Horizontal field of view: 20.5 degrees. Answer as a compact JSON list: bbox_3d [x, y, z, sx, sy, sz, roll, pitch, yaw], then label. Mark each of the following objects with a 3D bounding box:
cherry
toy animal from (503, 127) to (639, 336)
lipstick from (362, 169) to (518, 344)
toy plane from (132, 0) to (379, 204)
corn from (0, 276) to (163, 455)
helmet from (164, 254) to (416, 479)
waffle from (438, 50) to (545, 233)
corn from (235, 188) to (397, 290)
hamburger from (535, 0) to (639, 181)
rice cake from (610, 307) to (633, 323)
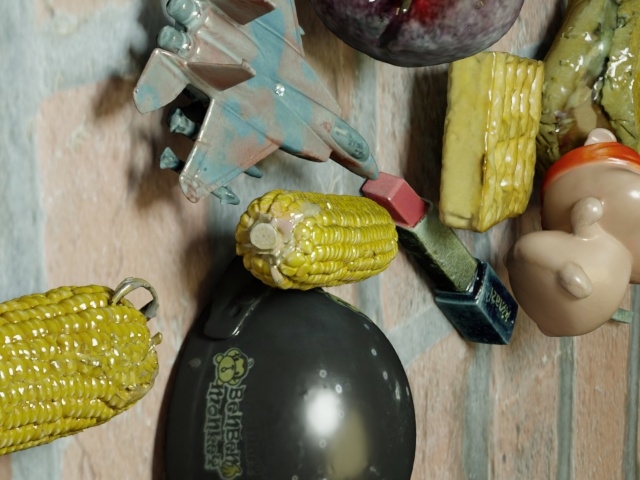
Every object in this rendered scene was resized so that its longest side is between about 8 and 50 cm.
[{"bbox_3d":[0.077,-0.230,1.468,0.195,0.195,0.195,-21,114,-58],"label":"cherry"},{"bbox_3d":[0.286,-0.003,1.845,0.197,0.171,0.171,-55,142,-20],"label":"toy animal"},{"bbox_3d":[0.120,0.015,1.733,0.312,0.051,0.051,50,54,-52],"label":"lipstick"},{"bbox_3d":[-0.039,-0.109,1.368,0.326,0.104,0.223,41,61,-61],"label":"toy plane"},{"bbox_3d":[-0.204,0.090,1.112,0.293,0.106,0.106,-19,112,-58],"label":"corn"},{"bbox_3d":[-0.005,0.147,1.426,0.230,0.160,0.278,26,72,-58],"label":"helmet"},{"bbox_3d":[0.168,-0.101,1.733,0.274,0.057,0.168,-17,113,-74],"label":"waffle"},{"bbox_3d":[0.000,0.000,1.397,0.238,0.080,0.080,5,92,-68],"label":"corn"},{"bbox_3d":[0.315,-0.132,1.966,0.211,0.132,0.308,-58,142,-37],"label":"hamburger"},{"bbox_3d":[0.363,0.089,2.216,0.121,0.022,0.021,16,84,-61],"label":"rice cake"}]
